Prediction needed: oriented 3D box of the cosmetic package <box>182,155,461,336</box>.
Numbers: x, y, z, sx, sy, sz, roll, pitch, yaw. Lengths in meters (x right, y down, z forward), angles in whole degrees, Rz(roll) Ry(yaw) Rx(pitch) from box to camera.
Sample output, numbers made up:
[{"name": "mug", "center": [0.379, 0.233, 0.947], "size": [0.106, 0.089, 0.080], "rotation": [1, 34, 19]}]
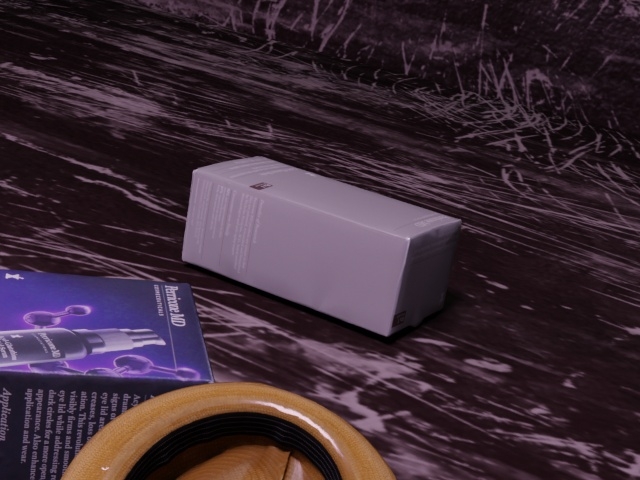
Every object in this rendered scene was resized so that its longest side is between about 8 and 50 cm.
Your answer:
[{"name": "cosmetic package", "center": [0.000, 0.000, 1.053], "size": [0.237, 0.107, 0.127], "rotation": [15, 17, 25]}]

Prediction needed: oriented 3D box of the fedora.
[{"name": "fedora", "center": [-0.048, 0.162, 0.564], "size": [0.194, 0.079, 0.194], "rotation": [4, 41, -4]}]

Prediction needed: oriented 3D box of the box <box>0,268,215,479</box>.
[{"name": "box", "center": [-0.178, 0.094, 0.680], "size": [0.207, 0.108, 0.153], "rotation": [4, 19, -15]}]
